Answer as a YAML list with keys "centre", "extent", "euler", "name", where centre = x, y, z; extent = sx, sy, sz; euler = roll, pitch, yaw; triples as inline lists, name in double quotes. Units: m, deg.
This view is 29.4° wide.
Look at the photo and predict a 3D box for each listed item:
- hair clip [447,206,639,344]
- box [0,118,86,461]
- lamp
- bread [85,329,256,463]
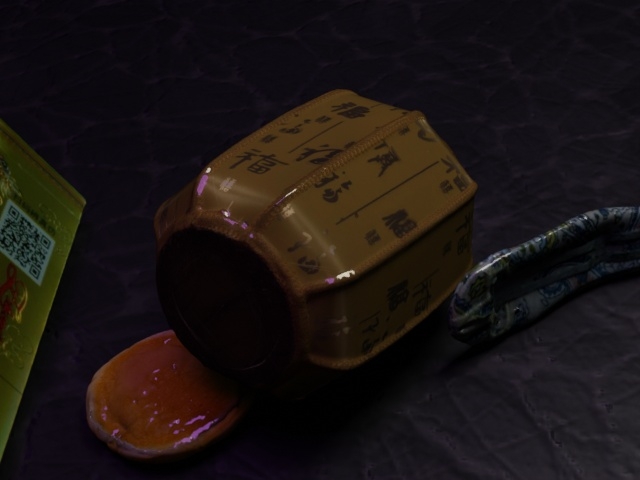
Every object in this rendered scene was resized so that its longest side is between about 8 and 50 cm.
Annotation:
- centre: [0.178, 0.013, 0.772]
  extent: [0.229, 0.066, 0.036]
  euler: [-15, 32, -16]
  name: "hair clip"
- centre: [-0.247, 0.025, 0.762]
  extent: [0.043, 0.173, 0.311]
  euler: [-27, 34, 25]
  name: "box"
- centre: [0.000, 0.000, 0.741]
  extent: [0.161, 0.161, 0.185]
  euler: [18, 36, 30]
  name: "lamp"
- centre: [-0.093, 0.095, 0.756]
  extent: [0.110, 0.024, 0.110]
  euler: [-6, 40, 5]
  name: "bread"
